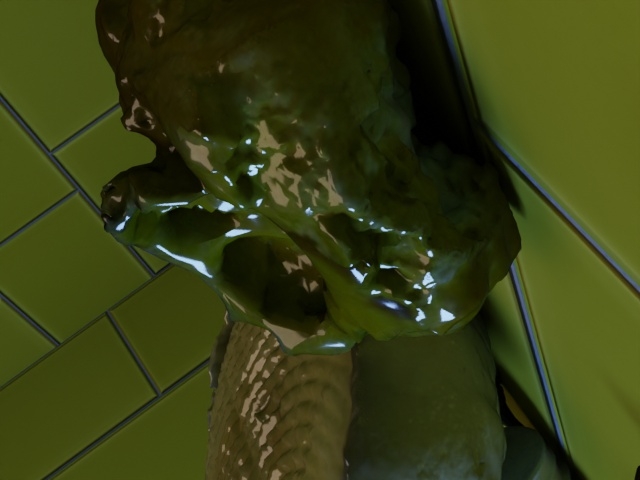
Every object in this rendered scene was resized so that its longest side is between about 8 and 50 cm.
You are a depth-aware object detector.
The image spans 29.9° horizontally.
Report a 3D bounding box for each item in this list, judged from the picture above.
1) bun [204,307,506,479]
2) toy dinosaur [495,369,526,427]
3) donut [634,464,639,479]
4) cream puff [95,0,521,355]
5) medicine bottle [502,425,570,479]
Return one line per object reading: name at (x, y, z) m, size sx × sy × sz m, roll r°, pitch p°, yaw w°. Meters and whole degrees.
bun at (0.034, 0.166, 1.010) m, size 0.202 × 0.364 × 0.364 m, roll 8°, pitch -163°, yaw -23°
toy dinosaur at (0.139, 0.127, 1.116) m, size 0.197 × 0.045 × 0.080 m, roll 48°, pitch 164°, yaw -11°
donut at (0.194, 0.170, 0.457) m, size 0.126 × 0.144 × 0.186 m, roll 41°, pitch 137°, yaw 47°
cream puff at (-0.025, -0.040, 0.645) m, size 0.281 × 0.185 × 0.282 m, roll 57°, pitch 178°, yaw 3°
medicine bottle at (0.235, 0.324, 1.113) m, size 0.324 × 0.124 × 0.179 m, roll 54°, pitch 168°, yaw -19°
